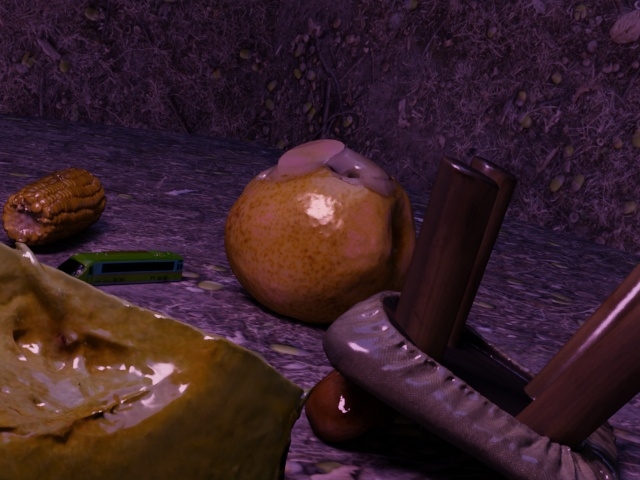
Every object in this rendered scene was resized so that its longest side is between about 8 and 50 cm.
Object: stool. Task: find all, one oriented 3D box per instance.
[{"bbox_3d":[0.197,0.077,0.986,0.310,0.226,0.310,30,13,10],"label":"stool"}]

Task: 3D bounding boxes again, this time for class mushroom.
[{"bbox_3d":[0.037,0.157,1.002,0.088,0.073,0.129,-23,-13,30],"label":"mushroom"}]

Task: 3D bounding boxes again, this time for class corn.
[{"bbox_3d":[-0.407,-0.054,1.574,0.115,0.115,0.318,11,10,-2],"label":"corn"}]

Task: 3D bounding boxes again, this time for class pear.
[{"bbox_3d":[0.000,0.000,1.418,0.271,0.271,0.271,11,10,-2],"label":"pear"}]

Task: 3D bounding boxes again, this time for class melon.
[{"bbox_3d":[-0.185,0.104,0.609,0.343,0.226,0.331,36,13,-28],"label":"melon"}]

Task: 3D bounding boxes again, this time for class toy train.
[{"bbox_3d":[-0.281,0.035,1.397,0.044,0.042,0.209,18,12,38],"label":"toy train"}]
